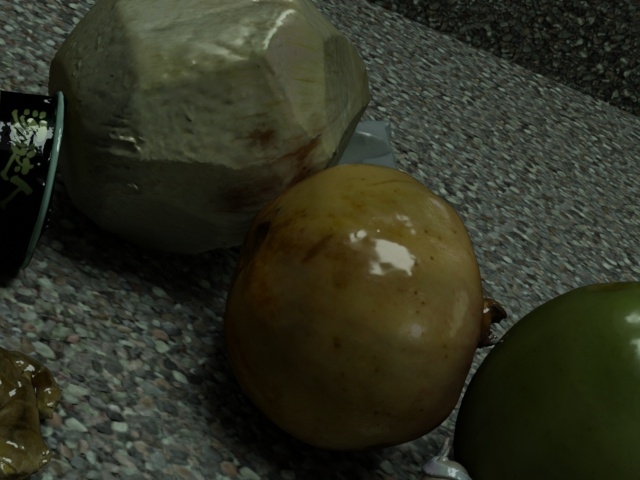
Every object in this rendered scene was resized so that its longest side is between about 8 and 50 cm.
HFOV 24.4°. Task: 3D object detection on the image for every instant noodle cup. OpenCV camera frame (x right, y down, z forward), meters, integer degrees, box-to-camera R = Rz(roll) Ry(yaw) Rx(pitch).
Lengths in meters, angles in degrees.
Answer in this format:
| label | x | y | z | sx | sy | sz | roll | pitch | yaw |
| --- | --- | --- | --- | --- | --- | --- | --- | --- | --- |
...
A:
| label | x | y | z | sx | sy | sz | roll | pitch | yaw |
| --- | --- | --- | --- | --- | --- | --- | --- | --- | --- |
| instant noodle cup | -0.419 | -0.092 | 1.665 | 0.236 | 0.215 | 0.215 | 13 | 28 | -16 |

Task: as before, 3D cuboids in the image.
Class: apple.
| label | x | y | z | sx | sy | sz | roll | pitch | yaw |
| --- | --- | --- | --- | --- | --- | --- | --- | --- | --- |
| apple | 0.336 | 0.226 | 1.720 | 0.357 | 0.357 | 0.357 | 24 | 25 | -12 |

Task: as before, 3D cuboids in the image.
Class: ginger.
| label | x | y | z | sx | sy | sz | roll | pitch | yaw |
| --- | --- | --- | --- | --- | --- | --- | --- | --- | --- |
| ginger | -0.320 | 0.159 | 1.440 | 0.133 | 0.059 | 0.214 | 30 | 24 | -18 |

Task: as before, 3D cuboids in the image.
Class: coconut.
| label | x | y | z | sx | sy | sz | roll | pitch | yaw |
| --- | --- | --- | --- | --- | --- | --- | --- | --- | --- |
| coconut | -0.125 | -0.166 | 1.847 | 0.415 | 0.415 | 0.345 | -7 | 85 | -53 |

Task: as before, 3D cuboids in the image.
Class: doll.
| label | x | y | z | sx | sy | sz | roll | pitch | yaw |
| --- | --- | --- | --- | --- | --- | --- | --- | --- | --- |
| doll | 0.132 | 0.286 | 1.668 | 0.073 | 0.084 | 0.127 | 50 | 29 | -45 |

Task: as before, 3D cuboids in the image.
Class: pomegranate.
| label | x | y | z | sx | sy | sz | roll | pitch | yaw |
| --- | --- | --- | --- | --- | --- | --- | --- | --- | --- |
| pomegranate | 0.055 | 0.081 | 1.682 | 0.338 | 0.338 | 0.338 | 24 | 25 | -12 |

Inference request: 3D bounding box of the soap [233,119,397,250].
| label | x | y | z | sx | sy | sz | roll | pitch | yaw |
| --- | --- | --- | --- | --- | --- | --- | --- | --- | --- |
| soap | 0.000 | 0.000 | 2.122 | 0.302 | 0.258 | 0.159 | -20 | 35 | 1 |
